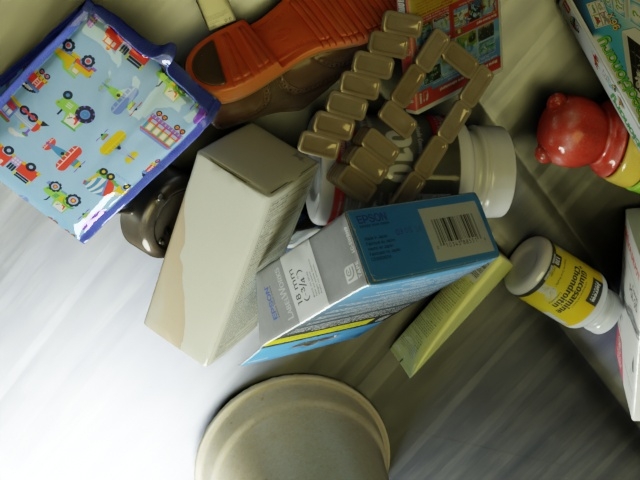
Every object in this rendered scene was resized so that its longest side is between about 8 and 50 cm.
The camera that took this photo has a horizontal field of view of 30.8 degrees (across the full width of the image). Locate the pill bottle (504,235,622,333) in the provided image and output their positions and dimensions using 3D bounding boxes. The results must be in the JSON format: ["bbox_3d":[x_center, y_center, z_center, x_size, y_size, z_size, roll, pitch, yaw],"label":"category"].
[{"bbox_3d":[0.390,0.077,1.848,0.184,0.103,0.103,30,106,-23],"label":"pill bottle"}]

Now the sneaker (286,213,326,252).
[{"bbox_3d":[0.000,0.000,1.751,0.211,0.080,0.081,-2,122,0],"label":"sneaker"}]

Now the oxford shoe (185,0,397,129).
[{"bbox_3d":[-0.011,-0.268,1.615,0.363,0.130,0.133,-23,150,-8],"label":"oxford shoe"}]

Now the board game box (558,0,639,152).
[{"bbox_3d":[0.496,-0.255,1.646,0.193,0.053,0.305,-26,82,-3],"label":"board game box"}]

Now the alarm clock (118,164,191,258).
[{"bbox_3d":[-0.213,-0.030,1.670,0.129,0.064,0.192,-53,150,-13],"label":"alarm clock"}]

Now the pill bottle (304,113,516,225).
[{"bbox_3d":[0.126,-0.102,1.676,0.283,0.161,0.161,-1,115,-12],"label":"pill bottle"}]

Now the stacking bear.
[{"bbox_3d":[0.463,-0.151,1.734,0.289,0.164,0.175,7,113,-10],"label":"stacking bear"}]

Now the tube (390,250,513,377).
[{"bbox_3d":[0.204,0.107,1.840,0.062,0.070,0.240,43,97,12],"label":"tube"}]

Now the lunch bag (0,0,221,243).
[{"bbox_3d":[-0.293,-0.168,1.516,0.293,0.138,0.221,-34,119,31],"label":"lunch bag"}]

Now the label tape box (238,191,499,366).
[{"bbox_3d":[0.045,0.055,1.607,0.240,0.106,0.333,-9,164,-39],"label":"label tape box"}]

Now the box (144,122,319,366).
[{"bbox_3d":[-0.127,0.007,1.629,0.121,0.148,0.311,32,123,15],"label":"box"}]

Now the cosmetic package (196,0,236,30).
[{"bbox_3d":[-0.156,-0.347,1.559,0.041,0.060,0.115,-23,119,-2],"label":"cosmetic package"}]

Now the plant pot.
[{"bbox_3d":[-0.010,0.420,1.793,0.334,0.305,0.334,-4,109,-13],"label":"plant pot"}]

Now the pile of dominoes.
[{"bbox_3d":[0.094,-0.175,1.553,0.196,0.040,0.251,35,86,-28],"label":"pile of dominoes"}]

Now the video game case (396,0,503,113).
[{"bbox_3d":[0.177,-0.339,1.590,0.204,0.025,0.285,-30,124,-38],"label":"video game case"}]

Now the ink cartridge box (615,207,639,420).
[{"bbox_3d":[0.541,0.112,1.826,0.117,0.207,0.283,-1,118,7],"label":"ink cartridge box"}]
